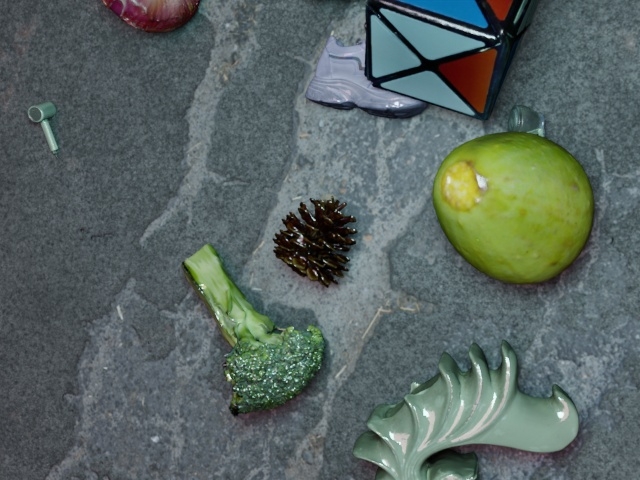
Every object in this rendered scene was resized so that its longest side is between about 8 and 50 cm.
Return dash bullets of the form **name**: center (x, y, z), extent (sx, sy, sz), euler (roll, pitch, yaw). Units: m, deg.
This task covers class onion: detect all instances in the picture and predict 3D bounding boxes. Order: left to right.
- **onion**: center (-0.364, -0.529, 1.630), extent (0.163, 0.230, 0.229), euler (-1, 89, 52)

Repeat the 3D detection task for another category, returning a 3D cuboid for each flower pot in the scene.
- **flower pot**: center (0.256, 0.342, 1.447), extent (0.367, 0.164, 0.254), euler (-43, 84, 12)

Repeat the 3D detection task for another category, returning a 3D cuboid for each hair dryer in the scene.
- **hair dryer**: center (-0.598, -0.242, 1.762), extent (0.038, 0.063, 0.124), euler (-12, 107, 15)

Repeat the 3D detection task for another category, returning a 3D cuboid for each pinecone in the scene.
- **pinecone**: center (-0.003, -0.007, 1.530), extent (0.163, 0.163, 0.165), euler (28, 85, 15)

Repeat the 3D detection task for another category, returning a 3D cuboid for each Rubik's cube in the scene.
- **Rubik's cube**: center (0.231, -0.391, 1.375), extent (0.248, 0.250, 0.246), euler (23, 70, 12)

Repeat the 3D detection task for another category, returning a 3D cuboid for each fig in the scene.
- **fig**: center (0.317, -0.066, 1.351), extent (0.258, 0.326, 0.258), euler (-13, 67, 34)

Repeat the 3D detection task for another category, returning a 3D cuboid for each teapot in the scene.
- **teapot**: center (0.379, -0.207, 1.460), extent (0.057, 0.066, 0.088), euler (0, 48, -3)

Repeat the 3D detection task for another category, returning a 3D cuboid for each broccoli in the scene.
- **broccoli**: center (-0.149, 0.176, 1.578), extent (0.221, 0.252, 0.361), euler (-42, 45, 8)

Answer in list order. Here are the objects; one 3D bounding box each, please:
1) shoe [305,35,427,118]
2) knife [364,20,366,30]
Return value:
- **shoe**: center (0.095, -0.313, 1.532), extent (0.245, 0.095, 0.137), euler (13, 96, 22)
- **knife**: center (0.125, -0.459, 1.563), extent (0.031, 0.018, 0.121), euler (32, 97, 12)
